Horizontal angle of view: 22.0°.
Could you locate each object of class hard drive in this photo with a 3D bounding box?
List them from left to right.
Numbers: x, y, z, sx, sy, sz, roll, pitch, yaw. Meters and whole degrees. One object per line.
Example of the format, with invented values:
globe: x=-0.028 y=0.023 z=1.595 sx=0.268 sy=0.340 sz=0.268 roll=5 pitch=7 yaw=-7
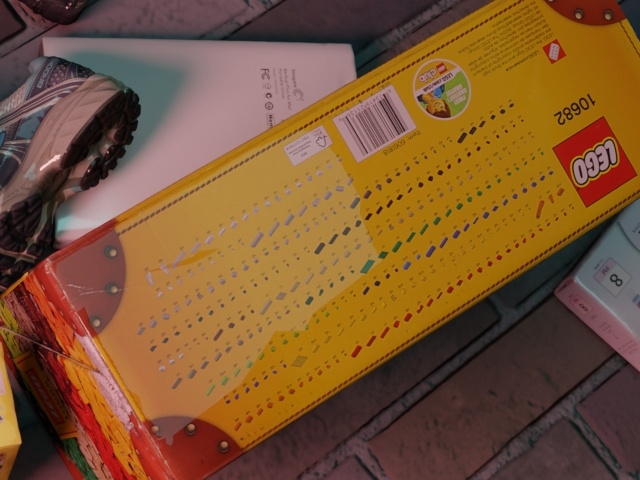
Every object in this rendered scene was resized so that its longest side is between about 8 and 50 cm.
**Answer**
hard drive: x=-0.108 y=-0.094 z=1.573 sx=0.307 sy=0.040 sz=0.203 roll=-1 pitch=72 yaw=-17

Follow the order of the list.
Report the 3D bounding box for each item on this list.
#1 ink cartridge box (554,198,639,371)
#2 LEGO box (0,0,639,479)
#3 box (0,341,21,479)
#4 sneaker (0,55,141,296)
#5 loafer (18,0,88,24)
ink cartridge box: x=0.379 y=0.059 z=1.662 sx=0.232 sy=0.066 sz=0.189 roll=41 pitch=65 yaw=5
LEGO box: x=0.000 y=0.000 z=1.359 sx=0.500 sy=0.372 sz=0.193 roll=-31 pitch=92 yaw=-19
box: x=-0.284 y=0.153 z=1.324 sx=0.058 sy=0.232 sz=0.087 roll=-10 pitch=73 yaw=-17
sneaker: x=-0.288 y=-0.047 z=1.454 sx=0.122 sy=0.110 sz=0.283 roll=33 pitch=70 yaw=24
loafer: x=-0.232 y=-0.315 z=1.593 sx=0.078 sy=0.076 sz=0.223 roll=26 pitch=69 yaw=-16
